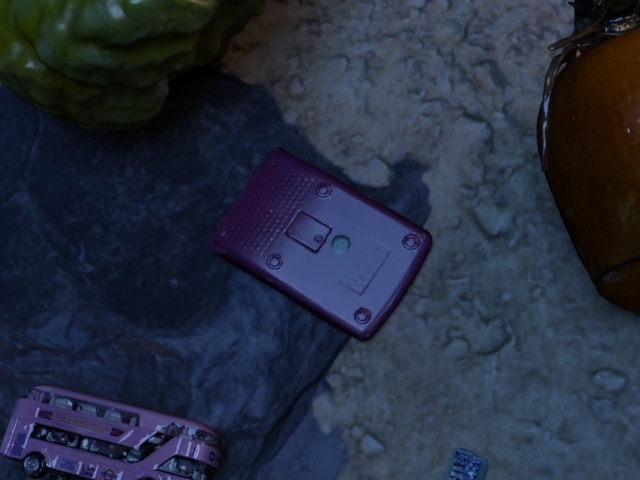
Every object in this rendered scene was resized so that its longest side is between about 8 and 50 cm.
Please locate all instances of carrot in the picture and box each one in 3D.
[{"bbox_3d":[0.281,-0.077,1.063,0.214,0.193,0.331,-11,70,-4],"label":"carrot"}]

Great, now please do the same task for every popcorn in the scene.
[{"bbox_3d":[-0.197,-0.278,1.199,0.292,0.293,0.334,41,85,-8],"label":"popcorn"}]

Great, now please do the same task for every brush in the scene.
[{"bbox_3d":[0.102,0.264,1.075,0.033,0.030,0.178,19,76,8],"label":"brush"}]

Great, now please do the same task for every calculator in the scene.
[{"bbox_3d":[0.000,0.000,1.190,0.190,0.034,0.127,30,78,20],"label":"calculator"}]

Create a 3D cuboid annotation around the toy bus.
[{"bbox_3d":[-0.191,0.191,1.151,0.203,0.063,0.090,12,73,18],"label":"toy bus"}]
